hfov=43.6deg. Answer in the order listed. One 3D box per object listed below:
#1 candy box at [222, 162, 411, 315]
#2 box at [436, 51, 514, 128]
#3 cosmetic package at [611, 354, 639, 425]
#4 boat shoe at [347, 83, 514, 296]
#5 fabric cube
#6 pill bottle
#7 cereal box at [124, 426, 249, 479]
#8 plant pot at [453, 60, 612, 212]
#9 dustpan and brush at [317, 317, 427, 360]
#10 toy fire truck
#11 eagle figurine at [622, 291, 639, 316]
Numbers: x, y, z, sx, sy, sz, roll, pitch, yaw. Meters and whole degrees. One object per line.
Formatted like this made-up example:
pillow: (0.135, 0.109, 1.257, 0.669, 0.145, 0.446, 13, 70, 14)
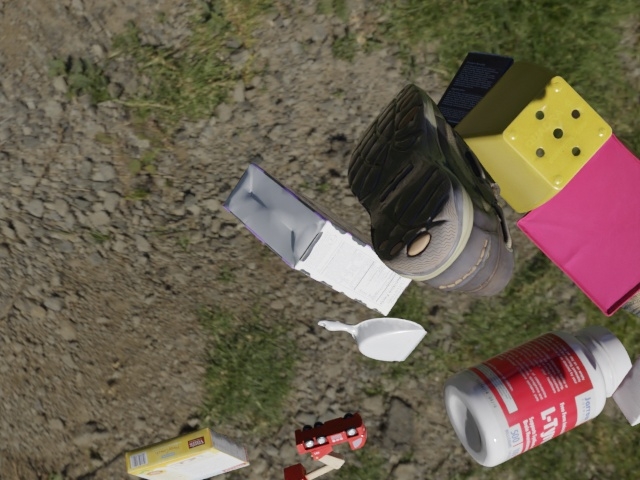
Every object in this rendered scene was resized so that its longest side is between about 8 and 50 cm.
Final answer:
candy box: (0.000, 0.000, 0.998, 0.196, 0.165, 0.070, 30, 97, -48)
box: (0.342, -0.282, 1.740, 0.207, 0.108, 0.153, -58, 146, -24)
cosmetic package: (0.699, 0.288, 1.653, 0.117, 0.085, 0.231, -20, 149, -13)
boat shoe: (0.120, -0.051, 0.878, 0.130, 0.355, 0.132, 35, 117, -22)
fabric cube: (0.588, -0.037, 1.602, 0.254, 0.259, 0.258, -47, 165, 21)
pill bottle: (0.518, 0.353, 1.899, 0.408, 0.229, 0.229, -21, 105, -14)
cereal box: (-0.258, 0.433, 1.586, 0.173, 0.240, 0.047, -18, 65, 5)
plant pot: (0.390, -0.187, 1.433, 0.212, 0.187, 0.212, 43, 90, -9)
dustpan and brush: (0.098, 0.197, 1.684, 0.211, 0.147, 0.060, 4, 54, -19)
toy fire truck: (0.008, 0.429, 1.619, 0.192, 0.047, 0.135, -16, 123, 2)
eagle figurine: (0.848, 0.106, 1.860, 0.298, 0.225, 0.226, 25, 93, -16)
